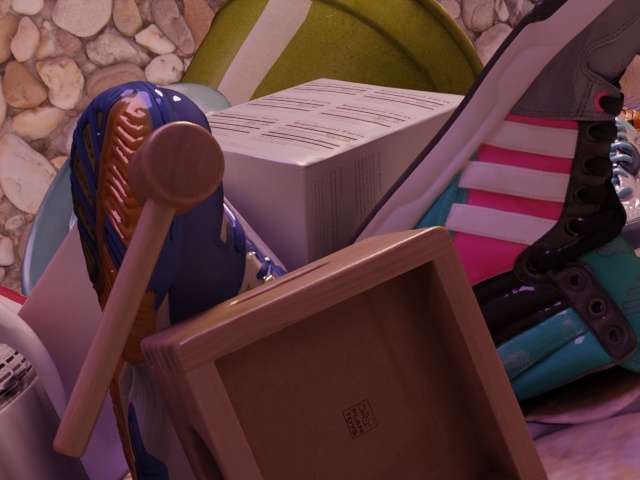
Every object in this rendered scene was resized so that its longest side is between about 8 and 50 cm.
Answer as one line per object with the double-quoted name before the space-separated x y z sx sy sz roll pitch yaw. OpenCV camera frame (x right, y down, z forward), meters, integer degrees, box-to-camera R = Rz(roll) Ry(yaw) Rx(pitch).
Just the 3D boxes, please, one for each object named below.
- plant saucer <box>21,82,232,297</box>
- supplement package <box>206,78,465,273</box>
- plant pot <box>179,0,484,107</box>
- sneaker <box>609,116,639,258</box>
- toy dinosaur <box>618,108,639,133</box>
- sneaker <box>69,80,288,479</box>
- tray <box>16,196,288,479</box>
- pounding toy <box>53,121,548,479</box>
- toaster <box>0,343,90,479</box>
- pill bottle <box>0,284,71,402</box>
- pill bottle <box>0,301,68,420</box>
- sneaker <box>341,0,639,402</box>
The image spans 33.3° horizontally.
"plant saucer" -0.207 -0.031 1.077 0.317 0.044 0.317 -29 44 32
"supplement package" 0.000 0.000 0.782 0.149 0.194 0.203 14 26 36
"plant pot" -0.042 -0.088 1.237 0.366 0.366 0.353 -17 34 54
"sneaker" 0.216 -0.033 0.841 0.110 0.122 0.283 -21 4 22
"toy dinosaur" 0.316 -0.110 1.252 0.218 0.164 0.322 -5 -16 6
"sneaker" -0.055 0.032 0.584 0.131 0.112 0.296 -15 -43 -16
"tray" -0.127 0.053 0.733 0.030 0.145 0.270 -23 -22 -53
"pounding toy" -0.031 0.051 0.463 0.181 0.206 0.094 -24 4 -19
"toaster" -0.167 0.137 0.485 0.129 0.146 0.227 -21 4 -1
"pill bottle" -0.249 0.114 0.913 0.221 0.121 0.121 17 29 36
"pill bottle" -0.356 0.156 0.790 0.210 0.210 0.363 -26 6 -43
"sneaker" 0.146 -0.016 0.590 0.295 0.178 0.124 -53 -10 26
